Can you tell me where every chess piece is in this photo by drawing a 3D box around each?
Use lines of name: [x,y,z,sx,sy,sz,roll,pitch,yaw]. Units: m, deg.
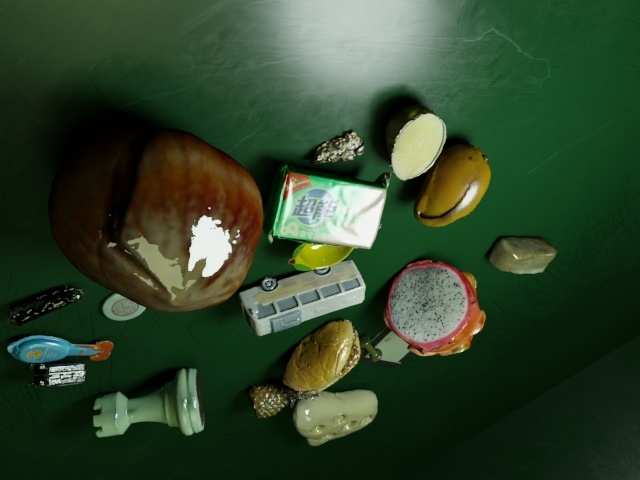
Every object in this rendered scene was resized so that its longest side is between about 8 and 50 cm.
chess piece: [-0.506,0.495,1.621,0.298,0.195,0.195,-7,137,-9]

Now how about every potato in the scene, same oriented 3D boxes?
potato: [0.209,-0.238,1.296,0.164,0.081,0.200,-31,143,-8]

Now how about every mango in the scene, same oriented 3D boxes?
mango: [0.334,-0.136,1.407,0.136,0.166,0.236,21,120,-36]

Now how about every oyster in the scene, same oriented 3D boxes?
oyster: [0.041,-0.202,1.278,0.132,0.029,0.086,-34,140,7]

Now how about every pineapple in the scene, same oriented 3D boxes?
pineapple: [-0.123,0.538,1.912,0.251,0.125,0.125,-10,137,-18]

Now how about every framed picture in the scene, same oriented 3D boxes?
framed picture: [0.312,0.356,2.028,0.264,0.016,0.347,19,123,-40]

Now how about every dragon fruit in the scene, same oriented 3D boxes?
dragon fruit: [0.371,0.226,1.728,0.305,0.306,0.225,-39,146,14]

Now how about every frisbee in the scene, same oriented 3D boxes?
frisbee: [-0.497,0.166,1.390,0.110,0.014,0.110,-15,138,-14]

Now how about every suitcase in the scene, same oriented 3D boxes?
suitcase: [-0.678,0.345,1.417,0.086,0.059,0.126,-9,169,40]

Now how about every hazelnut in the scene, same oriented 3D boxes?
hazelnut: [-0.297,-0.041,1.052,0.359,0.359,0.409,-43,146,19]

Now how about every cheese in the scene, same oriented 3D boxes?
cheese: [-0.664,0.281,1.407,0.256,0.037,0.106,11,129,-38]
cheese: [0.064,0.660,2.128,0.328,0.130,0.351,-22,142,-2]

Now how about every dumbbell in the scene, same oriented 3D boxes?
dumbbell: [0.175,0.383,1.943,0.052,0.046,0.118,-28,128,17]

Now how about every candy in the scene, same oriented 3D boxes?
candy: [0.678,0.049,1.834,0.233,0.102,0.104,-2,134,-30]

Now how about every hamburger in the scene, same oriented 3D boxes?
hamburger: [0.015,0.393,1.798,0.155,0.245,0.283,37,66,-42]

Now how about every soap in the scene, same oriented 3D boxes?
soap: [0.013,-0.082,1.288,0.273,0.098,0.218,8,102,-22]

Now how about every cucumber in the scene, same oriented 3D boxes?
cucumber: [-0.639,0.150,1.272,0.181,0.053,0.053,-21,140,-10]

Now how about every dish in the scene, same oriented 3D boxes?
dish: [0.000,0.000,1.432,0.207,0.080,0.149,-17,138,-13]

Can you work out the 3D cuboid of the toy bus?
toy bus: [-0.049,0.157,1.527,0.342,0.138,0.097,-17,142,-14]
